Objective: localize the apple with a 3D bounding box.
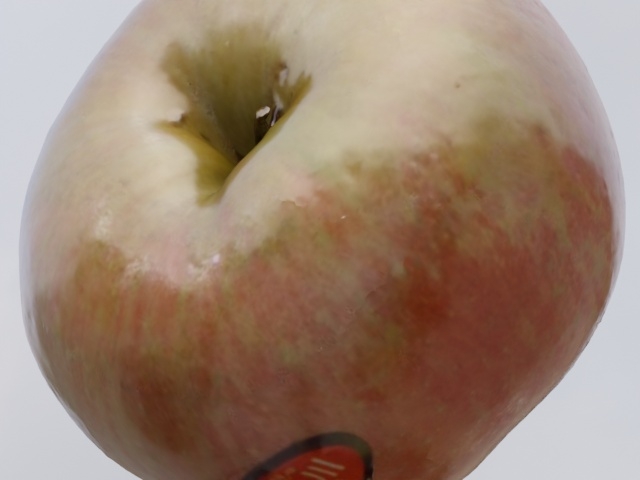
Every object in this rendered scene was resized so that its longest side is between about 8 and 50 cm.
[{"bbox_3d":[0.000,0.000,0.633,0.209,0.209,0.164,-13,-37,25],"label":"apple"}]
